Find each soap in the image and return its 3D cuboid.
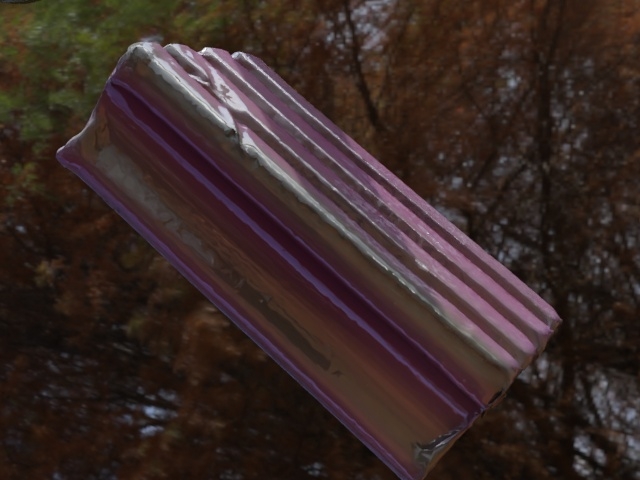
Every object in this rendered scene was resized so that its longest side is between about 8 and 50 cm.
[{"bbox_3d":[0.000,0.000,0.413,0.065,0.203,0.122,-54,-14,20],"label":"soap"}]

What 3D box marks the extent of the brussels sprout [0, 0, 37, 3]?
[{"bbox_3d":[-0.180,-0.191,0.537,0.139,0.100,0.181,55,-145,9],"label":"brussels sprout"}]
